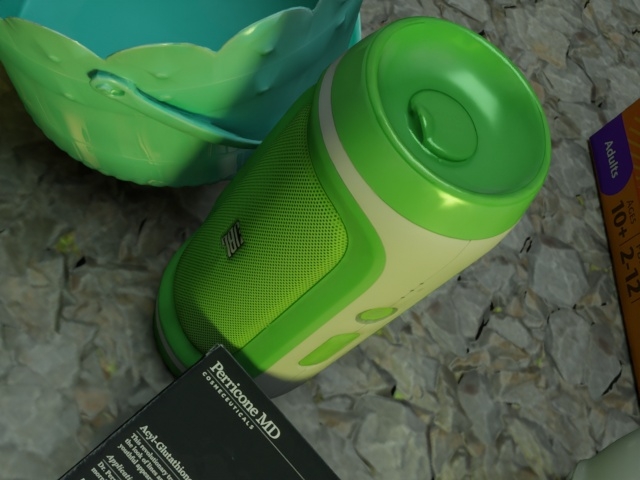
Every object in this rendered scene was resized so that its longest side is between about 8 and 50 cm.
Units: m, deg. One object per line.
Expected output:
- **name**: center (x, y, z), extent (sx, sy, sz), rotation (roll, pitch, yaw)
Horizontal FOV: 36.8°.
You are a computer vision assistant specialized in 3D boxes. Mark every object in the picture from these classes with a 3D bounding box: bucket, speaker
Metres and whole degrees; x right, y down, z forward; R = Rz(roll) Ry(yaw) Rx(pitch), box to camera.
- **bucket**: center (-0.092, -0.179, 0.612), extent (0.281, 0.183, 0.281), rotation (2, 65, -4)
- **speaker**: center (0.000, 0.000, 0.569), extent (0.131, 0.296, 0.131), rotation (14, 58, -24)

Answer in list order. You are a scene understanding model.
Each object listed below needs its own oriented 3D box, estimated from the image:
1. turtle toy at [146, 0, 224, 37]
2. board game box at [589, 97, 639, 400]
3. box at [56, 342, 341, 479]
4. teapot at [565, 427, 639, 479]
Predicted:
- **turtle toy**: center (-0.107, -0.169, 0.750), extent (0.095, 0.066, 0.130), rotation (42, 51, 18)
- **board game box**: center (0.512, 0.006, 0.831), extent (0.357, 0.356, 0.356), rotation (12, 58, -24)
- **box**: center (-0.048, 0.220, 0.543), extent (0.261, 0.103, 0.184), rotation (49, 53, 3)
- **teapot**: center (0.205, 0.219, 0.588), extent (0.187, 0.256, 0.252), rotation (3, 55, 20)
